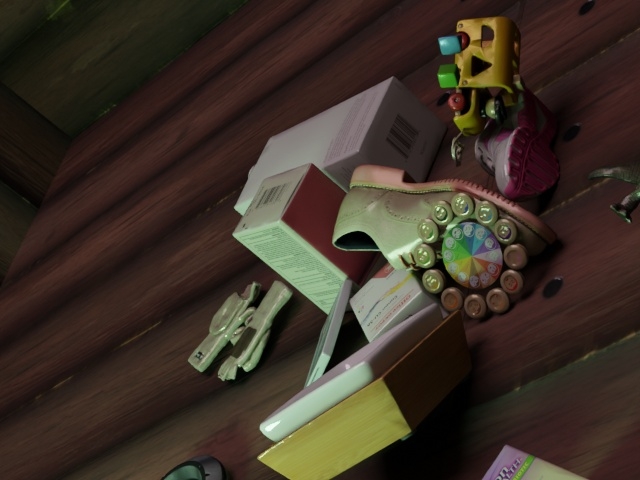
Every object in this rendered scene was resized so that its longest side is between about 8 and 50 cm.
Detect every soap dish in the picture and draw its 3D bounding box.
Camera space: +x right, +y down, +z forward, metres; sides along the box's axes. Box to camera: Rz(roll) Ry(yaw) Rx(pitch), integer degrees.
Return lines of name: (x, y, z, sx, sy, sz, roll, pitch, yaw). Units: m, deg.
soap dish: (0.070, 0.211, 1.949, 0.229, 0.118, 0.291, -35, -2, 29)

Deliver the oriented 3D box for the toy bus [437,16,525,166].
toy bus: (0.258, -0.241, 2.197, 0.104, 0.202, 0.191, -2, 28, 21)

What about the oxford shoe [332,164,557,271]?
oxford shoe: (0.179, -0.009, 2.153, 0.397, 0.140, 0.146, 12, 71, 49)

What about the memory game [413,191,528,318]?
memory game: (0.212, 0.024, 2.048, 0.186, 0.186, 0.012, -31, -5, 37)

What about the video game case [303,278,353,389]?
video game case: (0.010, 0.161, 2.300, 0.143, 0.019, 0.157, 112, 178, -50)

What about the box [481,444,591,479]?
box: (0.241, 0.361, 1.538, 0.213, 0.117, 0.243, -55, 24, -10)

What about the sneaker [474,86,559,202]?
sneaker: (0.297, -0.128, 2.215, 0.111, 0.103, 0.252, -37, 18, 31)

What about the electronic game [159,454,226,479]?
electronic game: (-0.234, 0.452, 2.344, 0.229, 0.048, 0.229, -39, 27, 24)

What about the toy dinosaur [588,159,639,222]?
toy dinosaur: (0.472, -0.073, 1.823, 0.160, 0.121, 0.313, -45, 16, -19)

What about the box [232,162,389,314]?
box: (0.000, 0.000, 2.369, 0.149, 0.232, 0.127, -15, 41, 54)

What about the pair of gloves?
pair of gloves: (-0.141, 0.164, 2.623, 0.204, 0.042, 0.240, -59, 22, -12)

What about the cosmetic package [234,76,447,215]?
cosmetic package: (0.031, -0.133, 2.615, 0.365, 0.155, 0.197, -22, 35, 49)

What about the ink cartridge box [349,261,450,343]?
ink cartridge box: (0.123, 0.110, 2.191, 0.115, 0.067, 0.198, -46, 23, 8)
